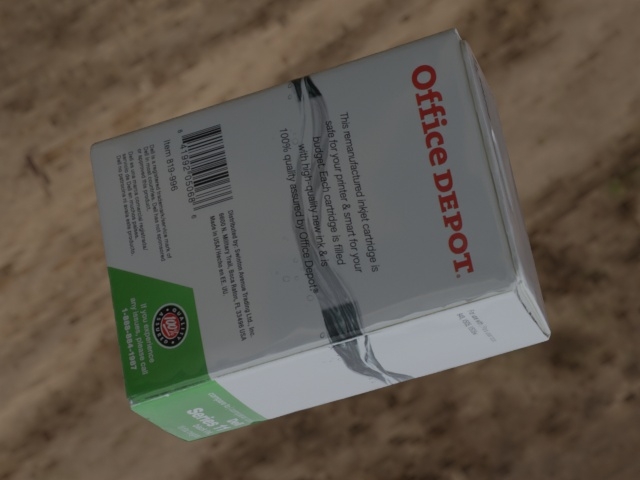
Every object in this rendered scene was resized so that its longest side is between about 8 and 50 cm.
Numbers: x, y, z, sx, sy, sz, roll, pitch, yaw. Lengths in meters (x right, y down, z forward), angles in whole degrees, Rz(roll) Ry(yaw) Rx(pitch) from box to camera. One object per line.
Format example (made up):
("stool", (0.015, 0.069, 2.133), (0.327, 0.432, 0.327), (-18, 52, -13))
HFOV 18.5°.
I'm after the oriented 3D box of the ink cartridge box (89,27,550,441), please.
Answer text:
("ink cartridge box", (0.000, 0.000, 1.015), (0.208, 0.153, 0.087), (-16, 155, 13))
